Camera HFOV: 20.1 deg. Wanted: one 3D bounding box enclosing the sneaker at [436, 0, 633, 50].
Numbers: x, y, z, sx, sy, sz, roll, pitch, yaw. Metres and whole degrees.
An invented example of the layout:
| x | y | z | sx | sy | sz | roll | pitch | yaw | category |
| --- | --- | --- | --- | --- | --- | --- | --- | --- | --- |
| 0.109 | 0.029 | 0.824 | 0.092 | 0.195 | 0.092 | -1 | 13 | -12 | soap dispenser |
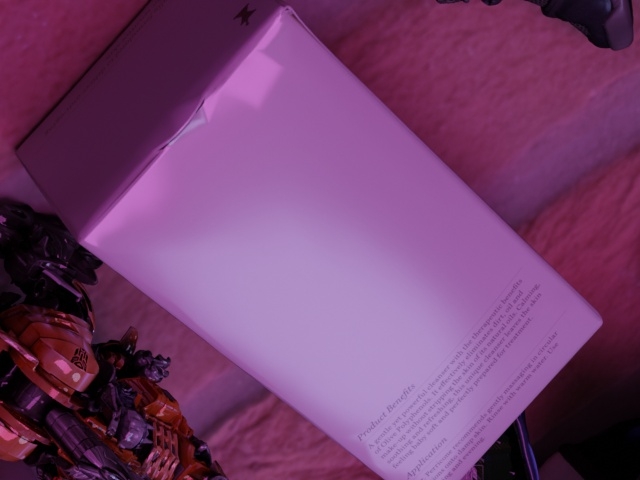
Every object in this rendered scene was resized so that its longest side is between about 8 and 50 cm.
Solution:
| x | y | z | sx | sy | sz | roll | pitch | yaw | category |
| --- | --- | --- | --- | --- | --- | --- | --- | --- | --- |
| 0.142 | -0.194 | 1.247 | 0.130 | 0.087 | 0.227 | -12 | 157 | 21 | sneaker |

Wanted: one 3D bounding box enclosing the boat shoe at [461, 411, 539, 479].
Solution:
| x | y | z | sx | sy | sz | roll | pitch | yaw | category |
| --- | --- | --- | --- | --- | --- | --- | --- | --- | --- |
| 0.118 | 0.207 | 1.366 | 0.109 | 0.089 | 0.258 | -11 | 88 | -4 | boat shoe |

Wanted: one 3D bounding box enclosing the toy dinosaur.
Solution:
| x | y | z | sx | sy | sz | roll | pitch | yaw | category |
| --- | --- | --- | --- | --- | --- | --- | --- | --- | --- |
| -0.179 | 0.073 | 1.137 | 0.164 | 0.218 | 0.322 | -31 | 124 | -8 | toy dinosaur |

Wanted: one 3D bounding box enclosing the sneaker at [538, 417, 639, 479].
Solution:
| x | y | z | sx | sy | sz | roll | pitch | yaw | category |
| --- | --- | --- | --- | --- | --- | --- | --- | --- | --- |
| 0.275 | 0.259 | 1.502 | 0.315 | 0.127 | 0.182 | 36 | 98 | -33 | sneaker |

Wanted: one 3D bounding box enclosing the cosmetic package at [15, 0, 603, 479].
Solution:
| x | y | z | sx | sy | sz | roll | pitch | yaw | category |
| --- | --- | --- | --- | --- | --- | --- | --- | --- | --- |
| 0.000 | 0.000 | 1.225 | 0.197 | 0.155 | 0.365 | -47 | 124 | 1 | cosmetic package |

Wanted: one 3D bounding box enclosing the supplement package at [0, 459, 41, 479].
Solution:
| x | y | z | sx | sy | sz | roll | pitch | yaw | category |
| --- | --- | --- | --- | --- | --- | --- | --- | --- | --- |
| -0.223 | 0.324 | 1.251 | 0.263 | 0.199 | 0.198 | -42 | 125 | -2 | supplement package |

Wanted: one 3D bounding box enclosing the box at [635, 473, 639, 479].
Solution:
| x | y | z | sx | sy | sz | roll | pitch | yaw | category |
| --- | --- | --- | --- | --- | --- | --- | --- | --- | --- |
| 0.284 | 0.267 | 1.370 | 0.216 | 0.060 | 0.270 | 18 | 109 | -42 | box |
